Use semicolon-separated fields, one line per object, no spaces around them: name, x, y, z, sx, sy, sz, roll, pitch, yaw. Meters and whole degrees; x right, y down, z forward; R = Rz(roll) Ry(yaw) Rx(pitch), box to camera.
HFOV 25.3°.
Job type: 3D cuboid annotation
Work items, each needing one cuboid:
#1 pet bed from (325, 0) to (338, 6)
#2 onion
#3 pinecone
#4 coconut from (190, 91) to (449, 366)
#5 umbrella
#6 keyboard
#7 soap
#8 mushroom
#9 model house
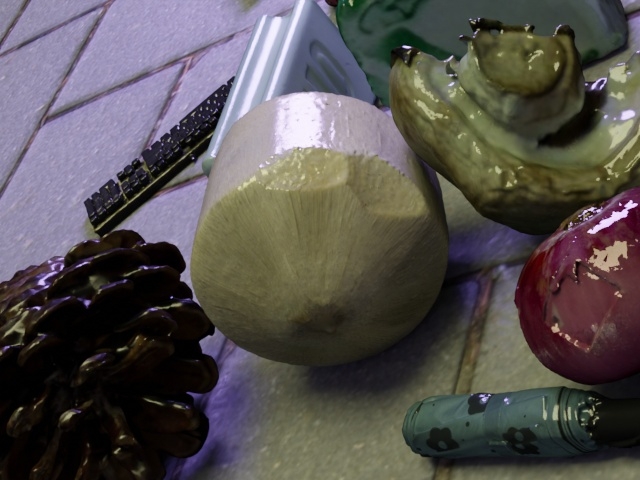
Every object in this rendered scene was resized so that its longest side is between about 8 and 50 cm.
pet bed;0.081;-0.393;1.932;0.201;0.053;0.201;-25;32;17
onion;0.235;0.037;1.085;0.177;0.153;0.177;-24;26;13
pinecone;-0.226;0.134;1.399;0.298;0.242;0.296;-45;26;6
coconut;0.000;0.000;1.326;0.237;0.237;0.266;-28;26;22
umbrella;0.168;0.142;1.118;0.250;0.052;0.053;-12;59;44
keyboard;-0.191;-0.128;1.921;0.317;0.027;0.106;-40;29;1
soap;-0.026;-0.130;1.598;0.087;0.160;0.265;-20;35;31
mushroom;0.190;-0.086;1.264;0.189;0.267;0.164;102;172;-75
model house;0.179;-0.314;1.583;0.267;0.194;0.325;-23;31;29
